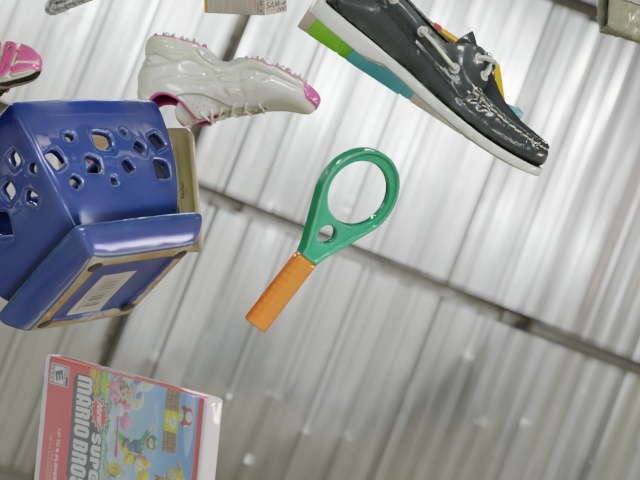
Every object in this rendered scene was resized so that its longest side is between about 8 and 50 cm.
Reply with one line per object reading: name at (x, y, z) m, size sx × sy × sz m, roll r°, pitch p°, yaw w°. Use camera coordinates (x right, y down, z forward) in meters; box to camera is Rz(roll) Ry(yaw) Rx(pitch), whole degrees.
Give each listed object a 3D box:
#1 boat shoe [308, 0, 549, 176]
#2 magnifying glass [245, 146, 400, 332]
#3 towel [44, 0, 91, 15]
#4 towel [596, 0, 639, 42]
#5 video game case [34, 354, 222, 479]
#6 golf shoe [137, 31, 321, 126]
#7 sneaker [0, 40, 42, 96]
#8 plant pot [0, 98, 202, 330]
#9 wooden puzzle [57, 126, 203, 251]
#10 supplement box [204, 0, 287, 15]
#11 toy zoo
boat shoe at (0.129, -0.185, 1.500) m, size 0.302 × 0.091 × 0.114 m, roll 37°, pitch 9°, yaw 0°
magnifying glass at (0.000, 0.000, 1.533) m, size 0.092 × 0.231 × 0.026 m, roll 37°, pitch 3°, yaw -31°
towel at (-0.328, -0.498, 2.420) m, size 0.283 × 0.121 × 0.235 m, roll -16°, pitch 15°, yaw 23°
towel at (0.531, -0.407, 2.027) m, size 0.324 × 0.312 × 0.056 m, roll 11°, pitch -9°, yaw -23°
video game case at (-0.221, 0.248, 1.578) m, size 0.285 × 0.204 × 0.025 m, roll 8°, pitch 3°, yaw 43°
golf shoe at (-0.152, -0.231, 2.286) m, size 0.306 × 0.140 × 0.115 m, roll 16°, pitch -13°, yaw 15°
sneaker at (-0.385, -0.175, 1.646) m, size 0.170 × 0.063 × 0.075 m, roll -15°, pitch -44°, yaw 19°
plant pot at (-0.304, -0.025, 1.771) m, size 0.236 × 0.236 × 0.212 m, roll -9°, pitch 63°, yaw -49°
wooden puzzle at (-0.323, -0.076, 2.415) m, size 0.238 × 0.221 × 0.044 m, roll -2°, pitch 20°, yaw 4°
supplement box at (-0.103, -0.330, 1.963) m, size 0.098 × 0.036 × 0.062 m, roll 7°, pitch 17°, yaw 28°
toy zoo at (0.120, -0.224, 1.748) m, size 0.293 × 0.030 × 0.192 m, roll 32°, pitch 31°, yaw -6°
